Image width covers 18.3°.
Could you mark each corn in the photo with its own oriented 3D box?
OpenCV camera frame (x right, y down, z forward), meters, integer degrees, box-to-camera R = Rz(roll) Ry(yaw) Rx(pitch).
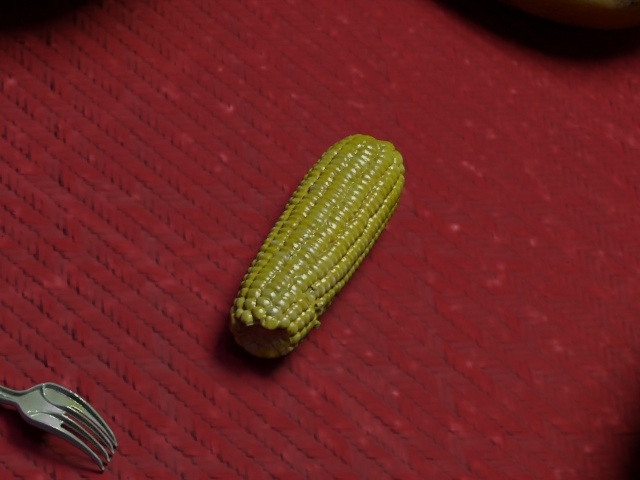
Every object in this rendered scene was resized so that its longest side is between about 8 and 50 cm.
[{"bbox_3d":[0.000,0.000,1.367,0.067,0.067,0.206,30,50,3],"label":"corn"}]

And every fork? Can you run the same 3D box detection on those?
[{"bbox_3d":[-0.226,0.081,1.250,0.219,0.028,0.034,27,54,0],"label":"fork"}]

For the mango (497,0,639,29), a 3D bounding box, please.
[{"bbox_3d":[0.159,-0.276,1.581,0.316,0.146,0.193,32,43,13],"label":"mango"}]
